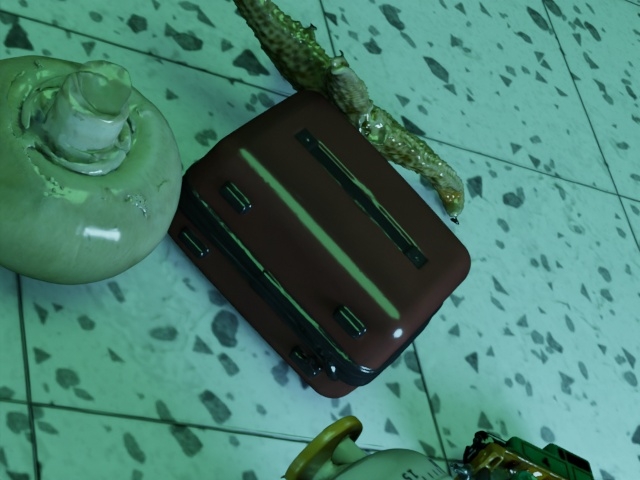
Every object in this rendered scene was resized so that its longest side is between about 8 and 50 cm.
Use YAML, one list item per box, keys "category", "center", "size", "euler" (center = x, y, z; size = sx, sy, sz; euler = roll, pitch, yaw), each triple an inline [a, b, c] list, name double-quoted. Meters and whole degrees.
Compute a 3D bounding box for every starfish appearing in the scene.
- category: "starfish"
  center: [0.013, -0.190, 1.745]
  size: [0.324, 0.082, 0.432]
  euler: [45, 7, 28]

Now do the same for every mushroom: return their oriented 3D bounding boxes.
- category: "mushroom"
  center: [-0.245, -0.083, 1.384]
  size: [0.246, 0.202, 0.246]
  euler: [16, 47, -18]

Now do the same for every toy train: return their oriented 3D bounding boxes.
- category: "toy train"
  center: [0.231, 0.276, 1.584]
  size: [0.228, 0.091, 0.136]
  euler: [28, 31, -19]

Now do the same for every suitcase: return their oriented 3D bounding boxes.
- category: "suitcase"
  center: [0.000, 0.000, 1.561]
  size: [0.297, 0.161, 0.236]
  euler: [46, 37, 3]

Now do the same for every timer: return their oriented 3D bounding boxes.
- category: "timer"
  center: [0.047, 0.303, 1.264]
  size: [0.240, 0.233, 0.233]
  euler: [44, 37, 17]
